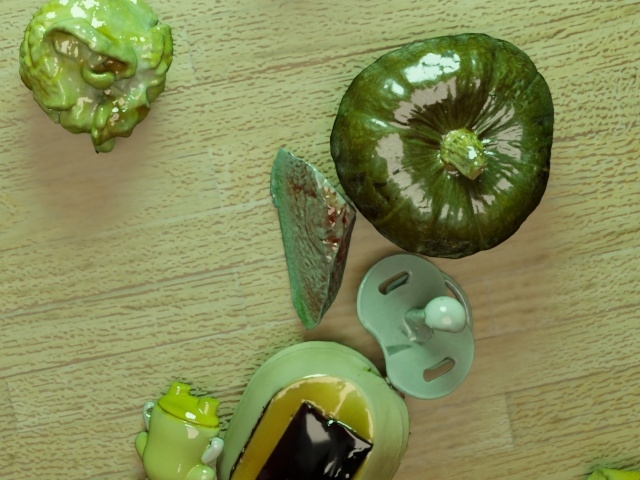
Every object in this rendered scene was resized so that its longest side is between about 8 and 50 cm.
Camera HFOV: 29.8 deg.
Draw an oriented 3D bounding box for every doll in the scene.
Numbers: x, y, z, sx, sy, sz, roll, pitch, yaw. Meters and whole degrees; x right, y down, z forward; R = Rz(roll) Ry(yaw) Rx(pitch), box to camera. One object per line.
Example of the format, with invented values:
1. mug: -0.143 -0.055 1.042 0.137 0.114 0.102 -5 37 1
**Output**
1. doll: -0.149 0.228 1.210 0.106 0.062 0.163 22 99 34

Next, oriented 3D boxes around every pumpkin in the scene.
1. pumpkin: 0.118 -0.085 1.133 0.218 0.162 0.219 -2 101 -9

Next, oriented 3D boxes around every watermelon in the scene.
1. watermelon: -0.001 -0.001 1.178 0.081 0.094 0.180 -8 117 -4

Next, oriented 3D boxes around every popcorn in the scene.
1. popcorn: -0.210 -0.169 1.117 0.135 0.162 0.141 25 72 26

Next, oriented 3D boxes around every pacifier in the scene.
1. pacifier: 0.110 0.079 1.182 0.126 0.116 0.150 -20 87 -27

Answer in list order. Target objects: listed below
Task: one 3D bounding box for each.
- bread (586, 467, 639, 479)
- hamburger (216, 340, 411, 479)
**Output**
1. bread: 0.308 0.358 1.255 0.094 0.102 0.246 10 98 -4
2. hamburger: -0.008 0.208 1.202 0.173 0.116 0.210 25 101 0
